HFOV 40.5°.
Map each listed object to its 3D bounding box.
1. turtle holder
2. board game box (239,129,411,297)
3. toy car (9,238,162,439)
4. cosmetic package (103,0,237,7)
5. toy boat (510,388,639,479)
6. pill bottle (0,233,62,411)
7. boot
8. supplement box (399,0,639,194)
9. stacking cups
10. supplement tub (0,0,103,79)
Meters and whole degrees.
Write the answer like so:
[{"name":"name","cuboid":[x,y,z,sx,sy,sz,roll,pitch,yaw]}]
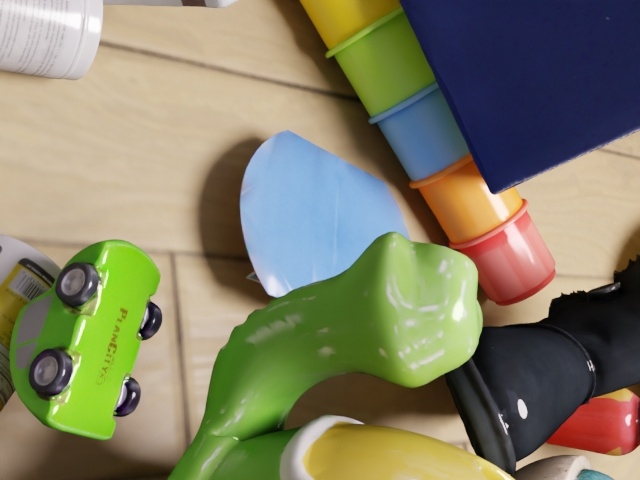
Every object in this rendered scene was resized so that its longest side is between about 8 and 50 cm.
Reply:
[{"name":"turtle holder","cuboid":[0.030,0.187,0.425,0.243,0.227,0.320,55,37,-45]},{"name":"board game box","cuboid":[0.000,0.000,0.636,0.168,0.033,0.133,24,55,-35]},{"name":"toy car","cuboid":[-0.135,0.107,0.418,0.239,0.053,0.225,41,58,-56]},{"name":"cosmetic package","cuboid":[-0.074,-0.252,0.556,0.183,0.151,0.151,-40,129,-39]},{"name":"toy boat","cuboid":[0.204,0.218,0.607,0.318,0.148,0.267,-59,140,-47]},{"name":"pill bottle","cuboid":[-0.184,0.058,0.447,0.065,0.065,0.116,42,53,-19]},{"name":"boot","cuboid":[0.188,0.067,0.579,0.246,0.207,0.094,16,52,-78]},{"name":"supplement box","cuboid":[0.236,-0.191,0.717,0.356,0.195,0.194,-27,92,-59]},{"name":"stacking cups","cuboid":[0.088,-0.093,0.711,0.096,0.096,0.316,-41,105,-40]},{"name":"supplement tub","cuboid":[-0.191,-0.136,0.508,0.107,0.071,0.071,5,71,-37]}]
